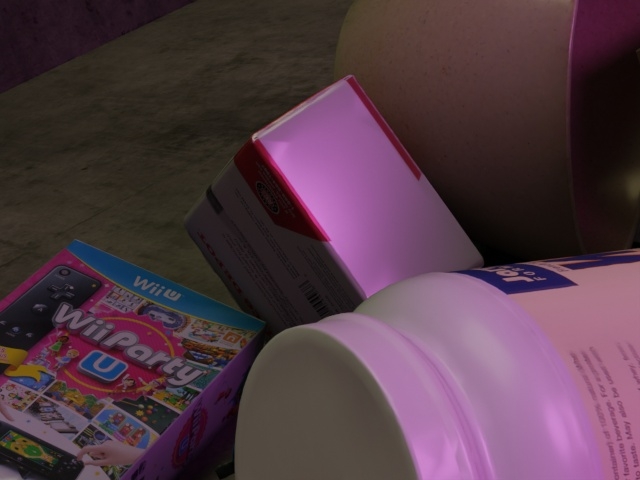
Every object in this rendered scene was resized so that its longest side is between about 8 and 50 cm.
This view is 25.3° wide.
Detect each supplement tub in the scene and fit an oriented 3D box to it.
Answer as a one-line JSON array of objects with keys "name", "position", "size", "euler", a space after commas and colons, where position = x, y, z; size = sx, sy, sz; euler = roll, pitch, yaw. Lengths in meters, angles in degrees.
[{"name": "supplement tub", "position": [0.139, 0.127, 0.814], "size": [0.324, 0.236, 0.235], "euler": [-6, 13, -31]}]

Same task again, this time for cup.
[{"name": "cup", "position": [0.151, -0.138, 1.270], "size": [0.236, 0.331, 0.331], "euler": [3, 29, 24]}]

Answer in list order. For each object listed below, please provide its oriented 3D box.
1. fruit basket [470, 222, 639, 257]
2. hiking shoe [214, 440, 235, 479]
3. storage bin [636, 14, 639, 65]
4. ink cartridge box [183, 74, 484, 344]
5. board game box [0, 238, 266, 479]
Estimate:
[{"name": "fruit basket", "position": [0.250, -0.083, 1.517], "size": [0.353, 0.165, 0.327], "euler": [8, 36, 10]}, {"name": "hiking shoe", "position": [0.063, 0.127, 1.172], "size": [0.304, 0.113, 0.132], "euler": [-15, -1, -17]}, {"name": "storage bin", "position": [0.442, -0.120, 1.256], "size": [0.262, 0.260, 0.123], "euler": [-23, 18, -10]}, {"name": "ink cartridge box", "position": [0.000, 0.000, 1.269], "size": [0.114, 0.197, 0.273], "euler": [-35, -1, -23]}, {"name": "board game box", "position": [-0.220, 0.144, 1.272], "size": [0.224, 0.098, 0.303], "euler": [22, 37, 18]}]
